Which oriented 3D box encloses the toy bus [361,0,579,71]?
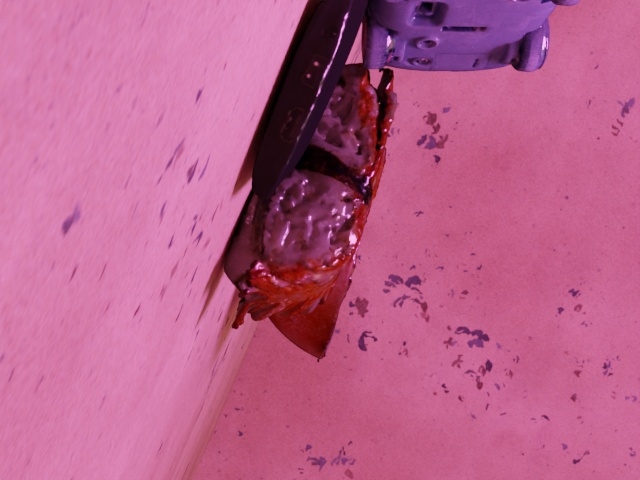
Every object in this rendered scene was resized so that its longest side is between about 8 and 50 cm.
[{"bbox_3d":[0.144,-0.311,1.042,0.294,0.197,0.231,100,-11,-72],"label":"toy bus"}]

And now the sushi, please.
[{"bbox_3d":[-0.008,-0.055,1.103,0.124,0.130,0.332,101,6,-63],"label":"sushi"}]

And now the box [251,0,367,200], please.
[{"bbox_3d":[-0.009,-0.147,0.948,0.201,0.042,0.212,-66,180,-75],"label":"box"}]

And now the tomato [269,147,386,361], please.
[{"bbox_3d":[-0.012,0.001,1.499,0.338,0.144,0.338,-161,-90,-89],"label":"tomato"}]
